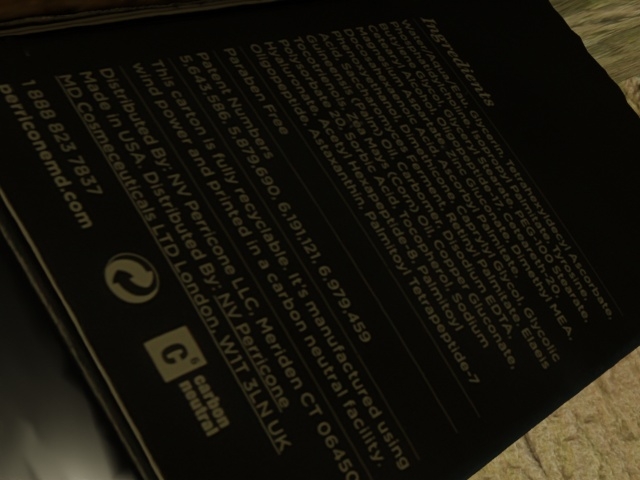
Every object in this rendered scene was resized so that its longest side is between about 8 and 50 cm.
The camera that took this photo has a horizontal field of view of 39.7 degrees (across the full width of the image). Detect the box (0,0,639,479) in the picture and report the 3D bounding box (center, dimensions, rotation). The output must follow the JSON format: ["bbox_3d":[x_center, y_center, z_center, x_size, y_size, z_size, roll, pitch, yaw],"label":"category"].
[{"bbox_3d":[-0.054,0.081,0.651,0.472,0.297,0.480,-23,164,-42],"label":"box"}]
